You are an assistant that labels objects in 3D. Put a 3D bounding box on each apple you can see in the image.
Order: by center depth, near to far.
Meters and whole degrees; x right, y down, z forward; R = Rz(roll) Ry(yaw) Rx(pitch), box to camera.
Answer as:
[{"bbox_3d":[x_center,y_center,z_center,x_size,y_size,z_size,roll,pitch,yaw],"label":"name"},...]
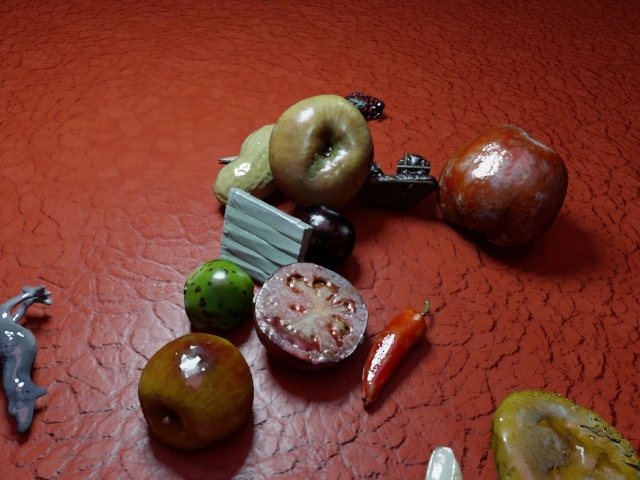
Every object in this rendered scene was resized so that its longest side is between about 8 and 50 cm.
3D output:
[{"bbox_3d":[-0.202,0.239,0.876,0.195,0.160,0.173,28,27,14],"label":"apple"},{"bbox_3d":[0.000,-0.198,1.207,0.261,0.260,0.194,-9,2,-14],"label":"apple"}]

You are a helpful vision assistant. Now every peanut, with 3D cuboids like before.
[{"bbox_3d":[-0.146,-0.194,1.323,0.147,0.147,0.319,29,59,23],"label":"peanut"}]

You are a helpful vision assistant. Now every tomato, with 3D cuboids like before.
[{"bbox_3d":[-0.022,0.149,1.005,0.225,0.085,0.225,8,48,-9],"label":"tomato"}]

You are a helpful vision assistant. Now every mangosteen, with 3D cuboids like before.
[{"bbox_3d":[0.000,0.000,1.143,0.152,0.152,0.152,2,44,-2],"label":"mangosteen"}]

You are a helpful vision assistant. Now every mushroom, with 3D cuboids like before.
[{"bbox_3d":[0.172,0.410,0.780,0.084,0.071,0.209,-11,32,32],"label":"mushroom"}]

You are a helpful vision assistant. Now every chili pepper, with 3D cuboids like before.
[{"bbox_3d":[0.142,0.198,1.001,0.071,0.063,0.272,19,47,32],"label":"chili pepper"}]

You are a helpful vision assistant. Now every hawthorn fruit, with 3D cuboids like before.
[{"bbox_3d":[0.418,-0.121,1.220,0.284,0.284,0.284,2,44,-2],"label":"hawthorn fruit"}]

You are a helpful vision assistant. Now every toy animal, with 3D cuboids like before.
[{"bbox_3d":[-0.580,0.162,0.953,0.367,0.081,0.206,26,59,20],"label":"toy animal"}]

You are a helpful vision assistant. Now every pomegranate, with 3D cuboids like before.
[{"bbox_3d":[-0.182,0.103,1.024,0.169,0.122,0.143,5,42,2],"label":"pomegranate"}]

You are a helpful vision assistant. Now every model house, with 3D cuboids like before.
[{"bbox_3d":[0.185,-0.167,1.322,0.203,0.141,0.164,5,54,5],"label":"model house"}]

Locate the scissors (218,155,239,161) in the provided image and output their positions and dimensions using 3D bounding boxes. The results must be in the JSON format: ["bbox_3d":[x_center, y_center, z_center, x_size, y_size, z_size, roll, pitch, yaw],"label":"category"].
[{"bbox_3d":[-0.128,-0.230,1.442,0.300,0.022,0.109,-7,46,-9],"label":"scissors"}]

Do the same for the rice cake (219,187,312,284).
[{"bbox_3d":[-0.122,0.007,1.104,0.198,0.189,0.037,19,17,21],"label":"rice cake"}]

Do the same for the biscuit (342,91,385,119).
[{"bbox_3d":[0.072,-0.396,1.599,0.235,0.063,0.151,-27,53,-32],"label":"biscuit"}]

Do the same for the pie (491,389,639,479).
[{"bbox_3d":[0.396,0.358,0.851,0.273,0.069,0.273,5,46,-5],"label":"pie"}]
